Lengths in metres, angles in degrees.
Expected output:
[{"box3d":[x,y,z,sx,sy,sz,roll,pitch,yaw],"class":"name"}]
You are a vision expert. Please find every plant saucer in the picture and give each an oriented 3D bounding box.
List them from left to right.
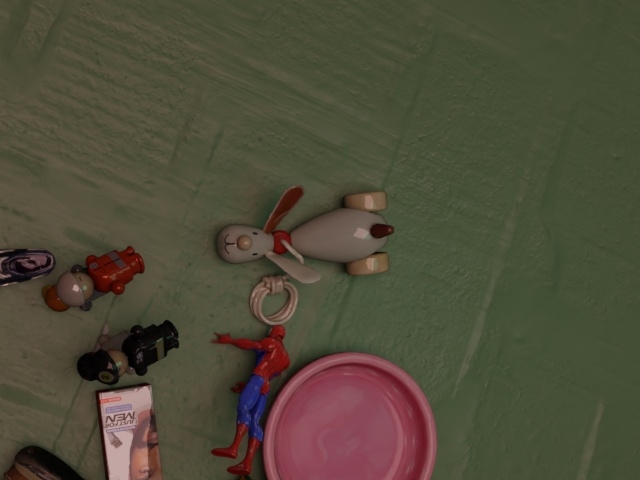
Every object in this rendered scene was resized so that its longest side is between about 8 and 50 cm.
[{"box3d":[0.047,0.368,1.846,0.332,0.084,0.332,1,87,-18],"class":"plant saucer"}]

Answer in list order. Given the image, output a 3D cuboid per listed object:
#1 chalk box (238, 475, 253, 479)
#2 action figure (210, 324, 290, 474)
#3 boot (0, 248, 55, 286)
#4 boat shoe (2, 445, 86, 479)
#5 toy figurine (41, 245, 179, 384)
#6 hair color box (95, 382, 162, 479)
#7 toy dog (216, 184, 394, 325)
[{"box3d":[-0.081,0.578,1.732,0.180,0.179,0.289,-43,101,-9],"class":"chalk box"},{"box3d":[-0.142,0.261,1.768,0.091,0.139,0.280,61,40,-41],"class":"action figure"},{"box3d":[-0.535,0.042,1.675,0.190,0.086,0.069,-11,90,-19],"class":"boot"},{"box3d":[-0.394,0.475,1.685,0.324,0.122,0.120,39,86,-9],"class":"boat shoe"},{"box3d":[-0.354,0.130,1.663,0.148,0.209,0.213,-27,95,-29],"class":"toy figurine"},{"box3d":[-0.329,0.336,1.741,0.093,0.053,0.167,-7,90,-19],"class":"hair color box"},{"box3d":[0.000,0.000,1.814,0.333,0.161,0.220,-27,95,-18],"class":"toy dog"}]
